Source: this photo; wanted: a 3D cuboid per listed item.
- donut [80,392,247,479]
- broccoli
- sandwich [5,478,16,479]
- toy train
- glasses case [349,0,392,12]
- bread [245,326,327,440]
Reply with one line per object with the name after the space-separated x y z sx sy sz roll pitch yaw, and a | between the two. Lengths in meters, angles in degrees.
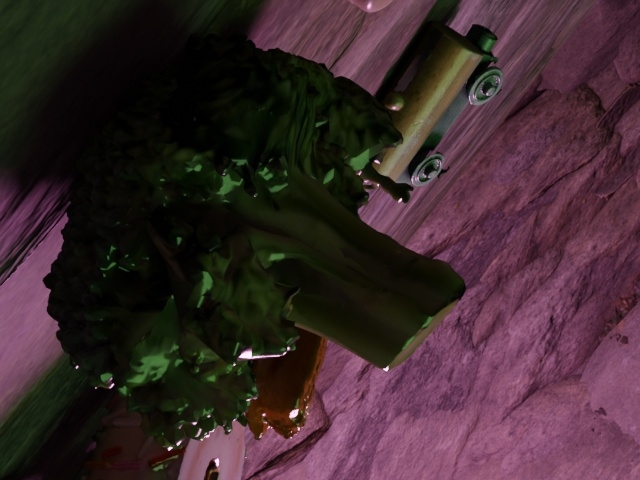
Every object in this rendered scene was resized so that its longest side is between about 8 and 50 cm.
-0.211 0.324 1.307 0.382 0.142 0.383 10 90 -79 | donut
-0.060 -0.009 0.766 0.338 0.317 0.277 22 107 -47 | broccoli
-0.430 0.434 1.142 0.271 0.099 0.301 -49 168 -45 | sandwich
0.149 -0.211 1.504 0.189 0.126 0.307 11 123 -43 | toy train
0.083 -0.312 0.932 0.196 0.050 0.083 -58 171 33 | glasses case
-0.045 0.154 1.460 0.380 0.109 0.185 -78 176 -51 | bread
